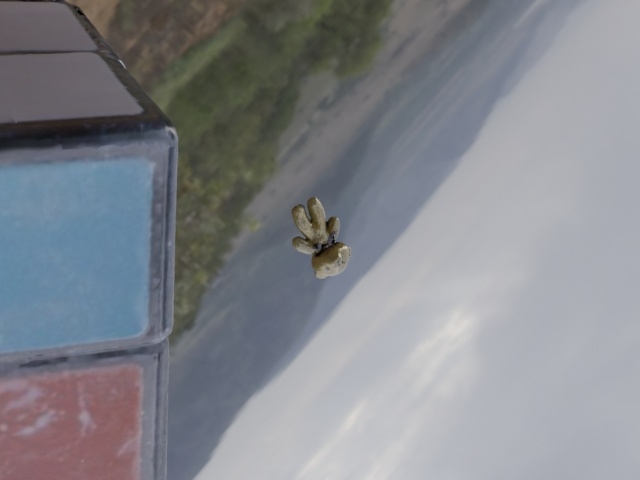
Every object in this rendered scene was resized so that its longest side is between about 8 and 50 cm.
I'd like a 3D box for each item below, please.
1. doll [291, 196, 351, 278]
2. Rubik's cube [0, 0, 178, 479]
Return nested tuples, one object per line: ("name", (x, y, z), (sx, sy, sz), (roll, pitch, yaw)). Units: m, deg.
("doll", (-0.002, -0.001, 1.406), (0.061, 0.093, 0.051), (-30, 179, -7))
("Rubik's cube", (-0.292, 0.015, 0.848), (0.313, 0.318, 0.316), (-132, -138, -55))
